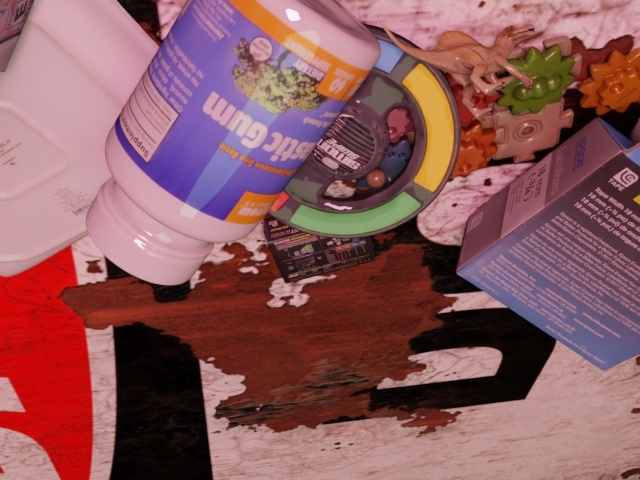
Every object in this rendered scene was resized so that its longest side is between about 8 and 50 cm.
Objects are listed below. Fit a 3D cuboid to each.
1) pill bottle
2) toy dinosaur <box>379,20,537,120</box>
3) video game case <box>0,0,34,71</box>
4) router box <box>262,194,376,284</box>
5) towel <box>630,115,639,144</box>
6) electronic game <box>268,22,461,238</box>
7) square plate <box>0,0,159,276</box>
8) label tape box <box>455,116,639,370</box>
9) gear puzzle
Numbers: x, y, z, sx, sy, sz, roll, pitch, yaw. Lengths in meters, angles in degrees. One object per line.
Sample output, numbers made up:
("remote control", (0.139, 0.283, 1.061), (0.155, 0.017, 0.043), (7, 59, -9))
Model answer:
("pill bottle", (-0.086, -0.095, 0.659), (0.152, 0.152, 0.272), (21, 117, -35))
("toy dinosaur", (0.133, -0.160, 0.712), (0.183, 0.092, 0.053), (-12, 153, -32))
("video game case", (-0.205, -0.183, 0.450), (0.035, 0.248, 0.275), (31, 117, -10))
("router box", (0.000, 0.000, 0.943), (0.123, 0.038, 0.092), (-15, 143, 3))
("towel", (0.521, -0.186, 0.809), (0.321, 0.090, 0.374), (-3, 142, -6))
("electronic game", (0.022, -0.100, 0.762), (0.229, 0.048, 0.229), (1, 124, 1))
("square plate", (-0.296, -0.097, 0.731), (0.347, 0.049, 0.344), (-25, 140, 17))
("label tape box", (0.350, -0.009, 0.858), (0.241, 0.106, 0.334), (33, 139, -12))
("gear puzzle", (0.196, -0.126, 0.828), (0.339, 0.044, 0.175), (-13, 142, 1))
